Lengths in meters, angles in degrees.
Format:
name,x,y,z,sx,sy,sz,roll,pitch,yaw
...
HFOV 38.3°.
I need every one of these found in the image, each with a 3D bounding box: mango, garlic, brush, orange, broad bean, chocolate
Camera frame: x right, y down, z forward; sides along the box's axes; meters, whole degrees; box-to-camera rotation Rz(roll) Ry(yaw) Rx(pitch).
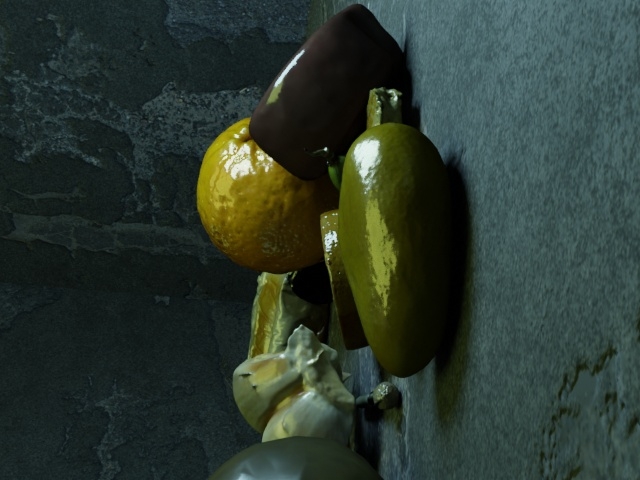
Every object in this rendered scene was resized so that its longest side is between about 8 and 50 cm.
name,x,y,z,sx,sy,sz,roll,pitch,yaw
mango,0.102,-0.004,1.179,0.195,0.142,0.331,111,155,-59
garlic,-0.024,0.292,1.602,0.249,0.286,0.313,-47,-11,-17
brush,0.083,0.260,1.491,0.299,0.039,0.042,119,155,-75
orange,-0.090,-0.107,1.885,0.340,0.341,0.293,-92,-15,-44
broad bean,0.057,-0.091,1.579,0.075,0.067,0.325,56,-178,20
chocolate,-0.002,-0.004,2.085,0.148,0.126,0.343,-37,28,23

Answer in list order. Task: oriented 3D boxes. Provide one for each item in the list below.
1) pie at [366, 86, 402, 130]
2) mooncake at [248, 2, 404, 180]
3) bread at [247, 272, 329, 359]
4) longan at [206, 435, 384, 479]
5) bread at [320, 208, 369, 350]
name,x,y,z,sx,sy,sz,roll,pitch,yaw
pie,0.101,-0.105,1.484,0.128,0.068,0.282,-88,1,-65
mooncake,0.019,-0.252,1.633,0.326,0.174,0.334,-51,-2,43
bread,-0.068,0.228,2.252,0.236,0.183,0.388,-149,70,-65
longan,-0.049,0.468,1.248,0.404,0.336,0.404,-10,-78,-59
bread,0.054,0.061,1.522,0.236,0.070,0.236,-12,-90,-87
